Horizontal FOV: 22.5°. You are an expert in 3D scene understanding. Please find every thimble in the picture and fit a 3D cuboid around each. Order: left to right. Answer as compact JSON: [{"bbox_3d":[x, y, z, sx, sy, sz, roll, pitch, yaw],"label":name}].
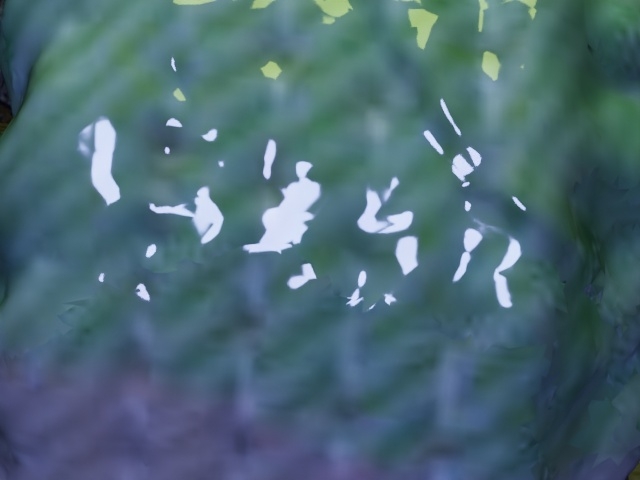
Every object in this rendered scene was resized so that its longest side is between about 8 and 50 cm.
[{"bbox_3d":[0.000,0.000,0.410,0.150,0.219,0.219,7,8,-2],"label":"thimble"}]
